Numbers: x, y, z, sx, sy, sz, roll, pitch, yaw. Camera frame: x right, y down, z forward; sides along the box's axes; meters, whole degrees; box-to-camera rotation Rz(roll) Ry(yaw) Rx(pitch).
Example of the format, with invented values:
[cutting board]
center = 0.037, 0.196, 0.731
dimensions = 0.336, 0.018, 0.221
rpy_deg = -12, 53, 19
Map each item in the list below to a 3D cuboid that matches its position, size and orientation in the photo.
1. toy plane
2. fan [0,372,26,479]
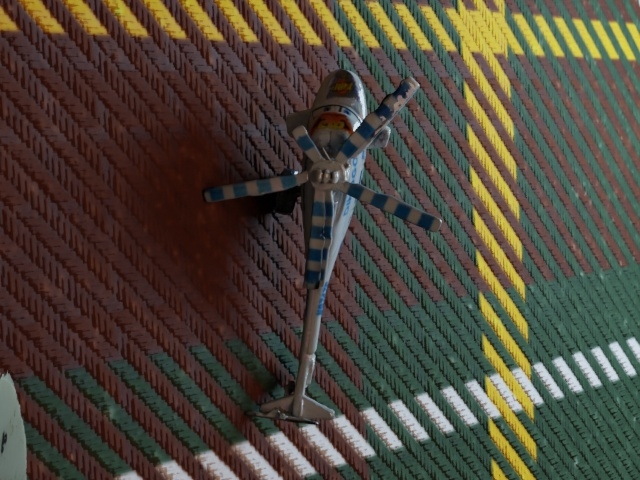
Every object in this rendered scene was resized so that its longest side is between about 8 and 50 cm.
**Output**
[toy plane]
center = 0.011, 0.003, 1.177
dimensions = 0.107, 0.182, 0.273
rpy_deg = -65, 145, -76
[fan]
center = -0.208, 0.246, 0.921
dimensions = 0.191, 0.009, 0.329
rpy_deg = -85, 177, -77
